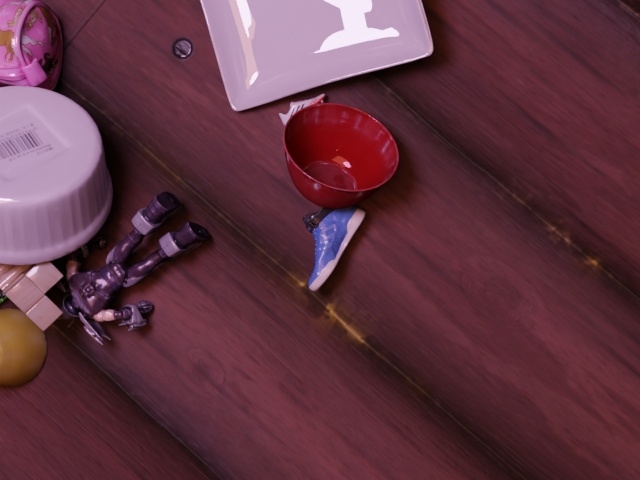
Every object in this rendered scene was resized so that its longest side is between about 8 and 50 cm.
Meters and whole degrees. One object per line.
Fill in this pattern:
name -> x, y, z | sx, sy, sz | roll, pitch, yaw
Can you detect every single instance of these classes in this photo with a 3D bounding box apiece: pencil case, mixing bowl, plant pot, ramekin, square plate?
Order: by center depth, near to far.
mixing bowl -> 0.021, -0.115, 1.392 | 0.181, 0.098, 0.181 | 9, 50, -10
ramekin -> -0.465, -0.112, 1.392 | 0.277, 0.135, 0.277 | 6, 52, -8
square plate -> -0.027, -0.413, 1.406 | 0.347, 0.049, 0.344 | -13, 100, 18
pencil case -> -0.623, -0.324, 1.479 | 0.386, 0.160, 0.167 | 2, 89, 8
plant pot -> -0.538, 0.183, 1.491 | 0.134, 0.095, 0.134 | 0, 90, 8

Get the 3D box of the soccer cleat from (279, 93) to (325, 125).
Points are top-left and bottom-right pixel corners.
soccer cleat -> -0.029, -0.217, 1.454 | 0.083, 0.029, 0.035 | -37, 88, 11

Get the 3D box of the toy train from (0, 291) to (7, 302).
toy train -> -0.569, 0.116, 1.533 | 0.083, 0.024, 0.017 | -36, 80, 7

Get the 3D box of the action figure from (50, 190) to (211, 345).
action figure -> -0.323, 0.049, 1.465 | 0.285, 0.099, 0.185 | -38, 91, 10

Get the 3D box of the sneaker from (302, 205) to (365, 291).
sneaker -> 0.000, 0.000, 1.430 | 0.084, 0.058, 0.152 | 30, 89, 2

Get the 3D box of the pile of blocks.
pile of blocks -> -0.525, -0.002, 1.475 | 0.362, 0.149, 0.112 | 41, 76, 15
